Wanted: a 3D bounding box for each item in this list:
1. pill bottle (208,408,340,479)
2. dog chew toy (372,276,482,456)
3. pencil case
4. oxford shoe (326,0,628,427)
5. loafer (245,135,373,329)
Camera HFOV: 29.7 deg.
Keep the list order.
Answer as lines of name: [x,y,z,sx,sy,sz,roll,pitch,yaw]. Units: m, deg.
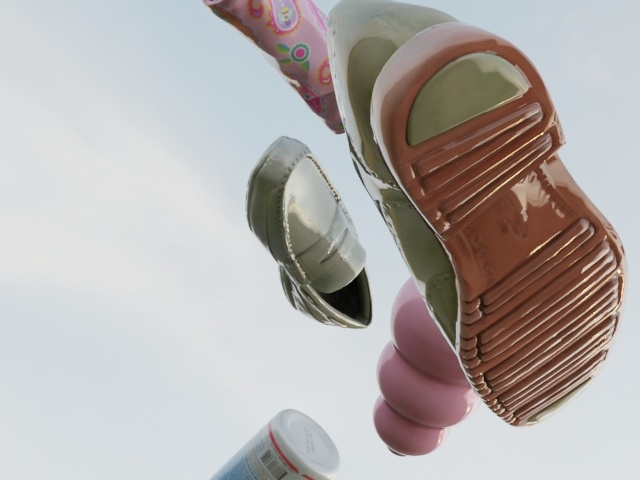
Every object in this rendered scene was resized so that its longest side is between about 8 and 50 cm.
pill bottle: [-0.061,0.250,1.209,0.087,0.087,0.160,43,-71,-7]
dog chew toy: [0.182,0.201,1.900,0.206,0.206,0.332,28,-66,15]
pencil case: [-0.027,-0.268,1.598,0.124,0.124,0.284,-6,-39,48]
oxford shoe: [0.115,-0.016,0.866,0.146,0.140,0.397,48,-14,46]
loafer: [0.000,0.000,1.322,0.111,0.112,0.319,28,-19,25]
